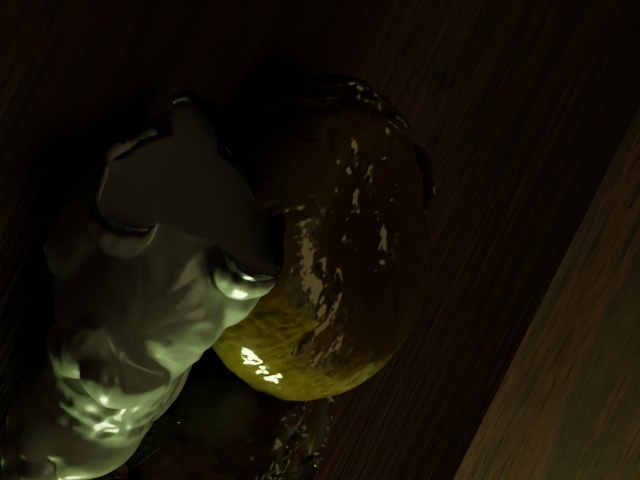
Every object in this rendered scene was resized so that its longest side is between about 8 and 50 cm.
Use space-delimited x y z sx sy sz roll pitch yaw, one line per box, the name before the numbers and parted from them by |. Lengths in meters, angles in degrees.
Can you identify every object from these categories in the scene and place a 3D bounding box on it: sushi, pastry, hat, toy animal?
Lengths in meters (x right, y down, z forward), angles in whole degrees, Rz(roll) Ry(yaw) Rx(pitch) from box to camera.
sushi | -0.103 0.238 1.901 0.270 0.171 0.236 -56 159 -28
pastry | 0.000 0.000 1.779 0.356 0.164 0.356 -25 119 -60
hat | -0.211 0.192 1.735 0.146 0.067 0.146 -30 -173 4
toy animal | -0.174 0.071 1.529 0.357 0.194 0.258 -60 -174 38

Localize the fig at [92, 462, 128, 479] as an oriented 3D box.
fig | -0.255 0.324 1.666 0.151 0.151 0.259 -38 144 -51
